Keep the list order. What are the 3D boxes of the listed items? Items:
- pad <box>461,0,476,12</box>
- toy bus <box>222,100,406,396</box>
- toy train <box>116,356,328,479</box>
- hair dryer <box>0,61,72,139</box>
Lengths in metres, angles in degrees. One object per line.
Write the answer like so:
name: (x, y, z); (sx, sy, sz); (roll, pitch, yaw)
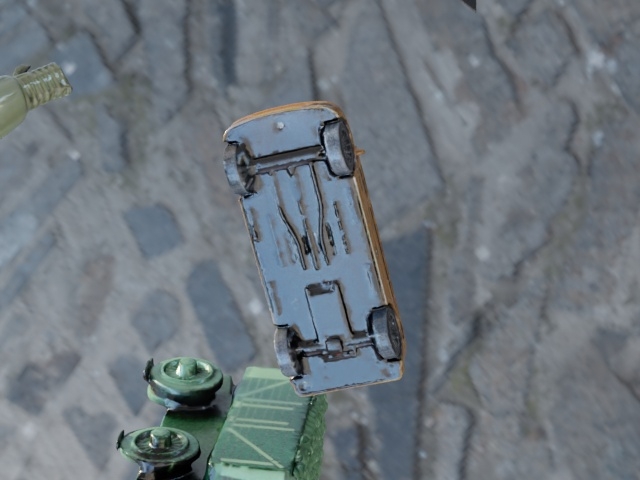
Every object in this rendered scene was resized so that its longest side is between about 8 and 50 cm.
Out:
pad: (0.050, -0.306, 1.475); (0.004, 0.243, 0.164); (-31, 41, 35)
toy bus: (0.000, 0.000, 1.192); (0.083, 0.088, 0.194); (-11, 105, 14)
toy train: (-0.078, 0.171, 1.429); (0.154, 0.269, 0.115); (5, 106, 5)
hair dryer: (-0.261, -0.003, 1.013); (0.298, 0.119, 0.296); (-14, 38, -13)
